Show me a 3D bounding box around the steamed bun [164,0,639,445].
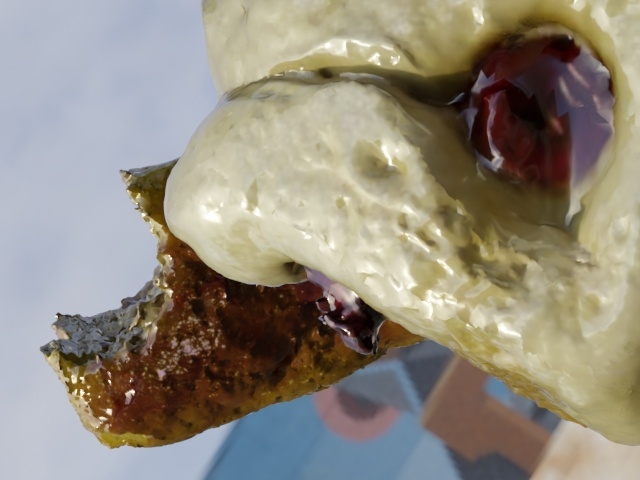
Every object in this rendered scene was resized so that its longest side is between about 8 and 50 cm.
[{"bbox_3d":[0.037,-0.033,0.517,0.141,0.155,0.172,43,-128,-77],"label":"steamed bun"}]

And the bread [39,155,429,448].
[{"bbox_3d":[0.000,0.000,1.165,0.380,0.109,0.185,-21,-67,-1],"label":"bread"}]
